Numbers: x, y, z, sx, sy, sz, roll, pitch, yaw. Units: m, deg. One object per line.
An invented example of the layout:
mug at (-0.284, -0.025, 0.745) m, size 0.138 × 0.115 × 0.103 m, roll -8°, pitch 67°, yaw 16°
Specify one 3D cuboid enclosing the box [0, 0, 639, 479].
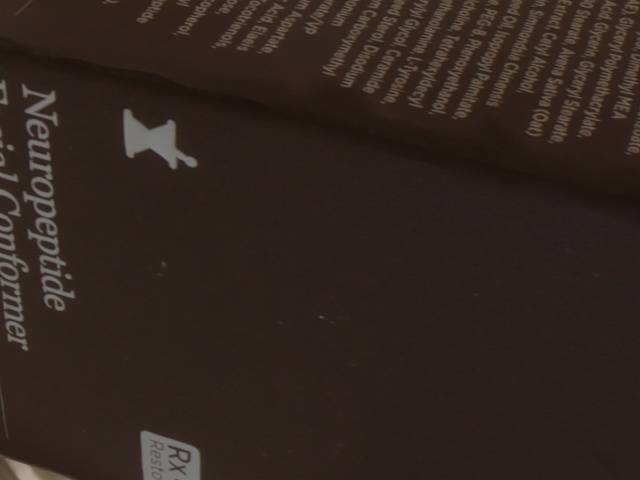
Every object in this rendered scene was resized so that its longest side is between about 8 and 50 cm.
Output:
box at (0.000, 0.000, 0.456) m, size 0.381 × 0.191 × 0.143 m, roll 14°, pitch -140°, yaw 13°
